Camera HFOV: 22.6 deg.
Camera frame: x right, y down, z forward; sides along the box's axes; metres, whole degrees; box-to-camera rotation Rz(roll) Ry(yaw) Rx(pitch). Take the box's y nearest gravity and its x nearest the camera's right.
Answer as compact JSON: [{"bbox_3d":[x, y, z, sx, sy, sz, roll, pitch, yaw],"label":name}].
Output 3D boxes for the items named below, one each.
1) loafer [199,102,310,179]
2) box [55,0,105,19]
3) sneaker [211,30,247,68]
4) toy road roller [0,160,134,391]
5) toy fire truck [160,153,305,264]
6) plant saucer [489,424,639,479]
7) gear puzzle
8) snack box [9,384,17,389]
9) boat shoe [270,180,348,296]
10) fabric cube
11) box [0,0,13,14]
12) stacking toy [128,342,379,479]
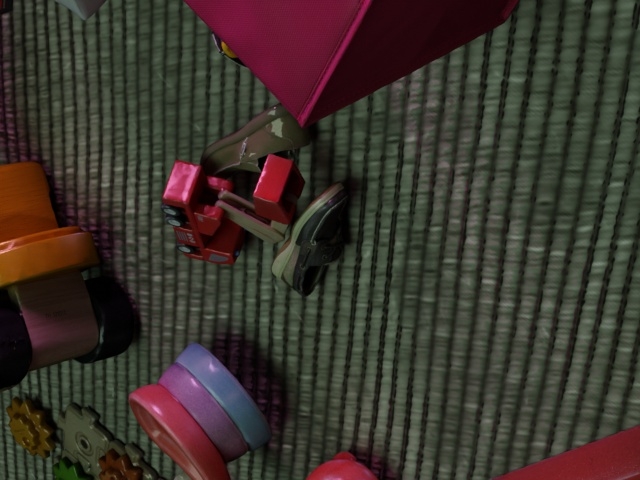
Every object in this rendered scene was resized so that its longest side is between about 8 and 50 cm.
[{"bbox_3d":[-0.062,-0.084,1.508,0.148,0.056,0.050,-32,82,50],"label":"loafer"},{"bbox_3d":[-0.264,-0.329,1.474,0.181,0.119,0.182,31,160,30],"label":"box"},{"bbox_3d":[-0.062,-0.211,1.404,0.225,0.092,0.088,45,138,18],"label":"sneaker"},{"bbox_3d":[-0.384,0.052,1.821,0.329,0.202,0.241,-19,86,44],"label":"toy road roller"},{"bbox_3d":[-0.079,-0.026,1.526,0.135,0.047,0.192,14,157,12],"label":"toy fire truck"},{"bbox_3d":[0.276,0.302,1.396,0.258,0.047,0.259,-32,88,50],"label":"plant saucer"},{"bbox_3d":[-0.279,0.296,1.966,0.339,0.044,0.175,35,134,27],"label":"gear puzzle"},{"bbox_3d":[-0.454,0.126,2.063,0.178,0.022,0.064,27,131,32],"label":"snack box"},{"bbox_3d":[0.000,0.000,1.501,0.049,0.056,0.152,45,147,10],"label":"boat shoe"},{"bbox_3d":[0.027,-0.288,1.142,0.258,0.254,0.259,48,138,15],"label":"fabric cube"},{"bbox_3d":[-0.356,-0.341,1.622,0.114,0.036,0.207,25,120,23],"label":"box"},{"bbox_3d":[-0.051,0.253,1.698,0.309,0.130,0.279,44,163,23],"label":"stacking toy"}]
